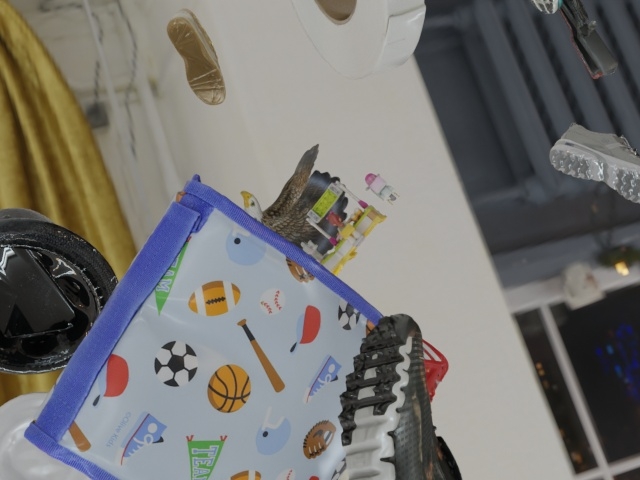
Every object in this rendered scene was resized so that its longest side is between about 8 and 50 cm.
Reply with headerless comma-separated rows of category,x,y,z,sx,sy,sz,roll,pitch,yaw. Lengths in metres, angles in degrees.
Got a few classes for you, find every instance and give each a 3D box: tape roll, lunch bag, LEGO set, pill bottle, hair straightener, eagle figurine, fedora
tape roll,0.036,-0.447,1.779,0.072,0.392,0.392,-21,165,-20
lunch bag,-0.117,0.143,1.275,0.328,0.239,0.385,-59,142,-6
LEGO set,0.000,0.000,1.845,0.287,0.107,0.132,-48,172,-7
pill bottle,-0.368,0.323,1.661,0.176,0.176,0.318,-19,166,0
hair straightener,0.497,-0.414,2.129,0.047,0.230,0.089,-31,-170,-15
eagle figurine,-0.086,-0.033,2.188,0.298,0.226,0.225,-27,165,-4
fedora,-0.482,0.063,1.860,0.334,0.152,0.334,-7,132,-8

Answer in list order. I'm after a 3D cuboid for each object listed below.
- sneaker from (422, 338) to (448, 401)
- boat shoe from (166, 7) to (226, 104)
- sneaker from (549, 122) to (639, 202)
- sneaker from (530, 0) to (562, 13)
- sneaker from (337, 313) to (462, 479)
sneaker,0.131,0.218,1.456,0.128,0.221,0.087,-18,176,-29
boat shoe,-0.192,-0.298,1.826,0.063,0.059,0.170,-7,130,17
sneaker,0.615,-0.166,2.293,0.115,0.281,0.105,-60,168,-27
sneaker,0.404,-0.538,2.017,0.110,0.275,0.107,-24,-150,-18
sneaker,0.072,0.182,0.964,0.106,0.234,0.078,18,157,-32
